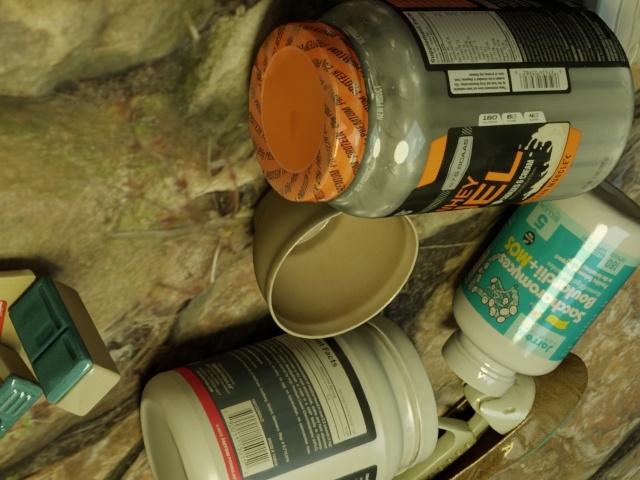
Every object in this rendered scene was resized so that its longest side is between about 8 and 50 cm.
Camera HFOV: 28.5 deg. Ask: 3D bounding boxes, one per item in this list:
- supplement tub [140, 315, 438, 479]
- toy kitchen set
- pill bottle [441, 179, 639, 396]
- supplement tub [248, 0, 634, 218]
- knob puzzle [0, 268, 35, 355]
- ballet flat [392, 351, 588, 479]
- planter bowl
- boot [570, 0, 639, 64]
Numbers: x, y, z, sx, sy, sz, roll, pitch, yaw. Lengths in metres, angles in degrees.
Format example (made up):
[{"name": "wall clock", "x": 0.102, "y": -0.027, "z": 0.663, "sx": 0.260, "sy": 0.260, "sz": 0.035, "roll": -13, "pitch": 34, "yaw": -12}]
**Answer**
[{"name": "supplement tub", "x": -0.035, "y": 0.196, "z": 1.325, "sx": 0.272, "sy": 0.191, "sz": 0.191, "roll": -16, "pitch": 135, "yaw": -23}, {"name": "toy kitchen set", "x": -0.312, "y": 0.122, "z": 1.070, "sx": 0.207, "sy": 0.122, "sz": 0.166, "roll": -46, "pitch": 139, "yaw": 9}, {"name": "pill bottle", "x": 0.248, "y": 0.051, "z": 1.425, "sx": 0.146, "sy": 0.146, "sz": 0.264, "roll": 15, "pitch": 117, "yaw": -42}, {"name": "supplement tub", "x": 0.108, "y": -0.121, "z": 1.135, "sx": 0.316, "sy": 0.193, "sz": 0.193, "roll": -6, "pitch": 130, "yaw": -30}, {"name": "knob puzzle", "x": -0.365, "y": 0.098, "z": 1.127, "sx": 0.213, "sy": 0.030, "sz": 0.213, "roll": -20, "pitch": 137, "yaw": -20}, {"name": "ballet flat", "x": 0.183, "y": 0.244, "z": 1.596, "sx": 0.342, "sy": 0.116, "sz": 0.124, "roll": -38, "pitch": 132, "yaw": 9}, {"name": "planter bowl", "x": 0.000, "y": 0.000, "z": 1.233, "sx": 0.162, "sy": 0.109, "sz": 0.162, "roll": -19, "pitch": 135, "yaw": -19}, {"name": "boot", "x": 0.291, "y": -0.269, "z": 1.224, "sx": 0.123, "sy": 0.095, "sz": 0.258, "roll": -30, "pitch": 143, "yaw": -28}]
